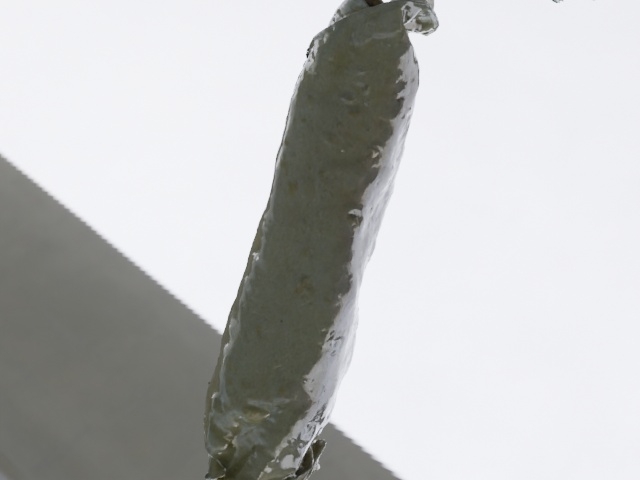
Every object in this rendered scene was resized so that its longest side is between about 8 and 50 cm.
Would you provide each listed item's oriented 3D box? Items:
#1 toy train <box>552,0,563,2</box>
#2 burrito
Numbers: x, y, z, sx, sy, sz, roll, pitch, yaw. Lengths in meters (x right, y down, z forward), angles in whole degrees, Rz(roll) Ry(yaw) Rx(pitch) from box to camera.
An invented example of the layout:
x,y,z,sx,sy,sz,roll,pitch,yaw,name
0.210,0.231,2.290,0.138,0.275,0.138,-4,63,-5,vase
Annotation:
x,y,z,sx,sy,sz,roll,pitch,yaw,name
0.296,-0.328,1.355,0.119,0.085,0.251,-47,-159,-7,toy train
0.000,0.000,0.633,0.059,0.275,0.082,23,-165,32,burrito
